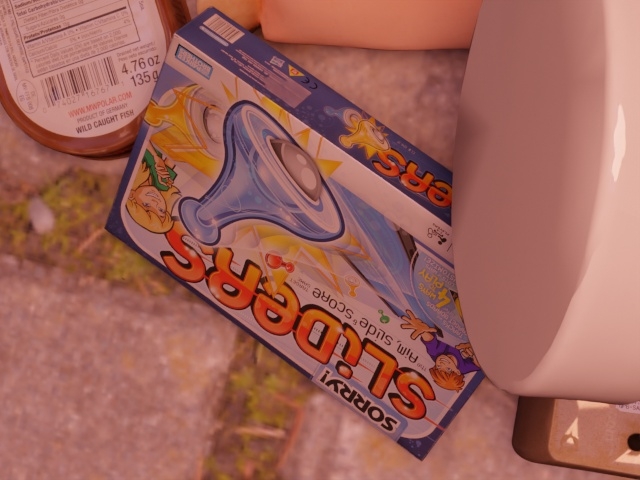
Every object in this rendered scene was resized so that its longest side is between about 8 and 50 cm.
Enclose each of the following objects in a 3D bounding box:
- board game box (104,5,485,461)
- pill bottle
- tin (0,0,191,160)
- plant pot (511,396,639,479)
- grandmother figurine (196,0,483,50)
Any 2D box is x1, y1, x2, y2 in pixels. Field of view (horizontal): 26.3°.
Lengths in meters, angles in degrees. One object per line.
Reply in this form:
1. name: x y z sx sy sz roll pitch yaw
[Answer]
1. board game box: 0.000 0.000 0.651 0.201 0.035 0.136 35 134 8
2. pill bottle: 0.244 -0.021 0.498 0.363 0.210 0.210 4 93 -9
3. tin: -0.128 -0.135 0.708 0.106 0.040 0.190 -17 88 7
4. plant pot: 0.146 0.063 0.629 0.109 0.096 0.109 9 94 11
5. grandmother figurine: 0.117 -0.133 0.630 0.342 0.104 0.208 2 101 14
